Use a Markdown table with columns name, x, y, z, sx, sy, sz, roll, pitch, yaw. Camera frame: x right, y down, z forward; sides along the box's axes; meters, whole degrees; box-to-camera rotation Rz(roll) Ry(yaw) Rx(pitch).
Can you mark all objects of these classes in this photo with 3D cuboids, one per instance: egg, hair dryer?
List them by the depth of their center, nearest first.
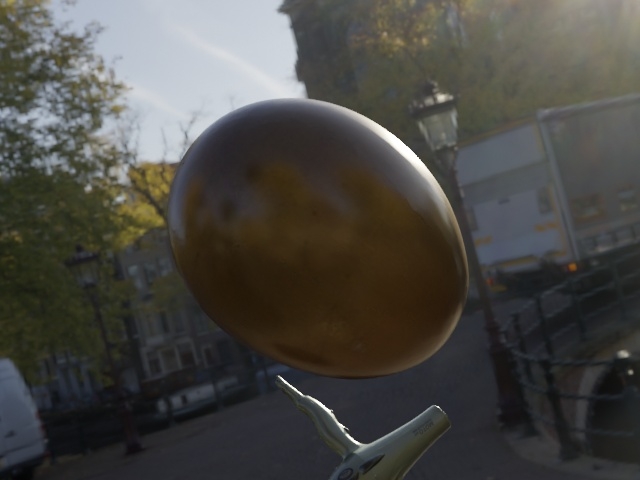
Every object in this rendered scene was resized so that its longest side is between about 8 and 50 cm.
| name | x | y | z | sx | sy | sz | roll | pitch | yaw |
| --- | --- | --- | --- | --- | --- | --- | --- | --- | --- |
| egg | 0.000 | 0.000 | 1.046 | 0.374 | 0.301 | 0.301 | 30 | -3 | 1 |
| hair dryer | 0.074 | 0.281 | 1.402 | 0.229 | 0.267 | 0.092 | -20 | -33 | -7 |
